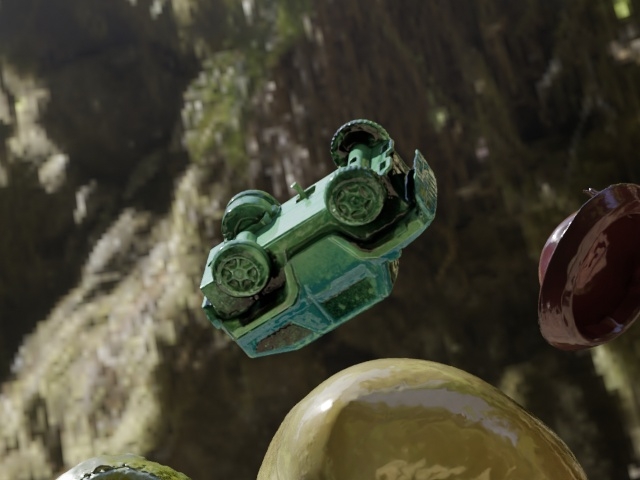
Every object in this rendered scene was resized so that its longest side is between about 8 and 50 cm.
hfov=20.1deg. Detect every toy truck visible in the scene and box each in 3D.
[{"bbox_3d":[0.000,0.000,1.954,0.279,0.155,0.156,-31,-69,18],"label":"toy truck"}]

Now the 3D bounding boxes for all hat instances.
[{"bbox_3d":[0.304,0.026,2.029,0.205,0.089,0.205,-21,-55,-34],"label":"hat"}]

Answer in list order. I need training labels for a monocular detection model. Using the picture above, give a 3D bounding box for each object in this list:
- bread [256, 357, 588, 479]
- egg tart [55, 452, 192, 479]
[{"bbox_3d":[0.103,0.274,1.671,0.253,0.348,0.376,-38,-9,-20],"label":"bread"},{"bbox_3d":[-0.178,0.267,1.571,0.197,0.197,0.078,-10,-33,-2],"label":"egg tart"}]
